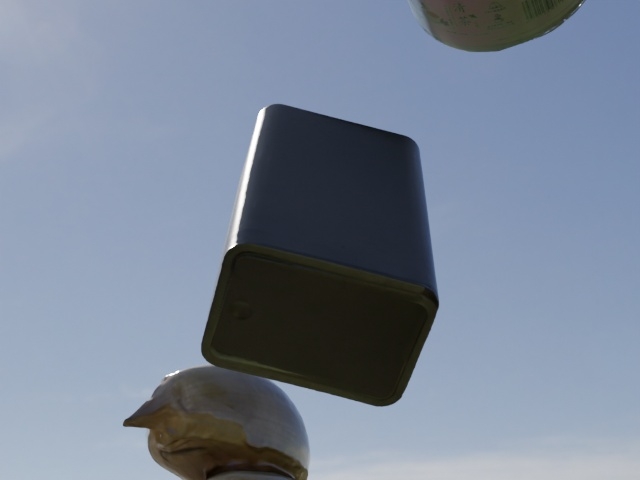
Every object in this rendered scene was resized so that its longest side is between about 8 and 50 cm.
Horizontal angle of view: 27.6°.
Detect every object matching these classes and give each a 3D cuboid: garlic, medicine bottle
[{"bbox_3d":[-0.106,0.308,1.610,0.249,0.286,0.313,7,-41,6],"label":"garlic"},{"bbox_3d":[0.180,-0.402,1.505,0.244,0.245,0.290,-8,-38,20],"label":"medicine bottle"}]

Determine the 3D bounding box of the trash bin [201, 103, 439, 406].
[{"bbox_3d":[0.000,0.000,1.071,0.164,0.241,0.122,13,-56,-8],"label":"trash bin"}]
